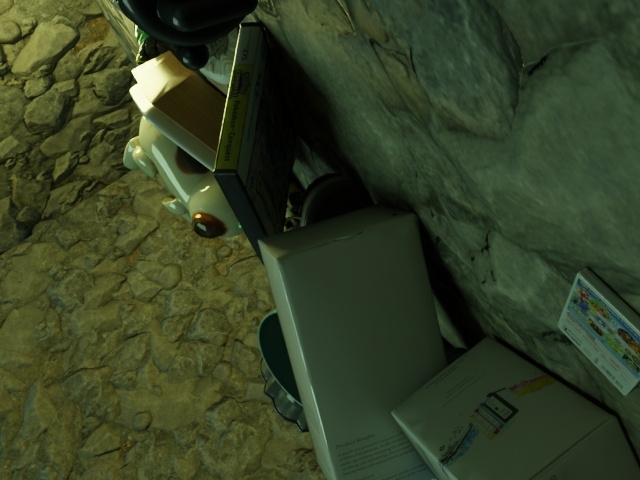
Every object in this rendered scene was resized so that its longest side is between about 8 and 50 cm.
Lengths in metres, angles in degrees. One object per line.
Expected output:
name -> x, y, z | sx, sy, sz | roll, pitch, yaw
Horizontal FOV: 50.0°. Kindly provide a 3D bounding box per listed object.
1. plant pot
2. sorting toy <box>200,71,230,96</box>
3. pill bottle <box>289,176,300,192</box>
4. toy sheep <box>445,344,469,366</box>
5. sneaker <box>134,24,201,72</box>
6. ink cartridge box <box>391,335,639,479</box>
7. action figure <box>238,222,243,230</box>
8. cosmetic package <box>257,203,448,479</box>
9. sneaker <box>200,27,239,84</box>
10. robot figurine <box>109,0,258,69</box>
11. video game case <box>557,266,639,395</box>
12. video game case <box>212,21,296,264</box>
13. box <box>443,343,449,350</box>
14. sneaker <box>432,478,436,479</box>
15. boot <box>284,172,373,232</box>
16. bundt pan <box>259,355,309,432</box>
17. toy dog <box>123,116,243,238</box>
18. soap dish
plant pot -> 0.043, 0.209, 1.429 | 0.290, 0.195, 0.290 | 25, 136, 27
sorting toy -> -0.213, -0.322, 1.453 | 0.083, 0.045, 0.075 | 53, 179, 6
pill bottle -> -0.092, -0.077, 1.459 | 0.215, 0.117, 0.117 | 56, 171, -10
toy sheep -> 0.212, 0.206, 1.002 | 0.132, 0.091, 0.091 | 50, 171, 53
sneaker -> -0.308, -0.401, 1.487 | 0.343, 0.134, 0.146 | 84, 175, -80
ink cartridge box -> 0.232, 0.259, 0.807 | 0.171, 0.168, 0.233 | 58, 171, -22
action figure -> -0.120, -0.046, 1.582 | 0.137, 0.063, 0.232 | 42, -161, 18
cosmetic package -> 0.059, 0.152, 0.946 | 0.155, 0.197, 0.365 | -151, 47, -74
sneaker -> -0.164, -0.308, 1.139 | 0.115, 0.090, 0.232 | 52, -177, -44
robot figurine -> -0.176, -0.324, 0.781 | 0.174, 0.209, 0.278 | 15, -159, -40
video game case -> 0.245, 0.081, 0.588 | 0.087, 0.011, 0.122 | 51, 171, 28
video game case -> -0.086, -0.131, 1.010 | 0.275, 0.035, 0.248 | 71, -158, -62
box -> 0.232, 0.283, 1.226 | 0.295, 0.073, 0.293 | 44, 165, 53
sneaker -> 0.214, 0.415, 1.173 | 0.161, 0.102, 0.282 | 55, -177, 29
boot -> 0.000, 0.000, 1.182 | 0.284, 0.138, 0.377 | -124, 13, -48
bundt pan -> 0.026, 0.284, 1.609 | 0.331, 0.331, 0.124 | 52, 153, 17
toy dog -> -0.328, -0.193, 1.964 | 0.408, 0.285, 0.395 | 52, 153, 10
soap dish -> -0.189, -0.207, 1.230 | 0.291, 0.118, 0.229 | 36, -173, -34
